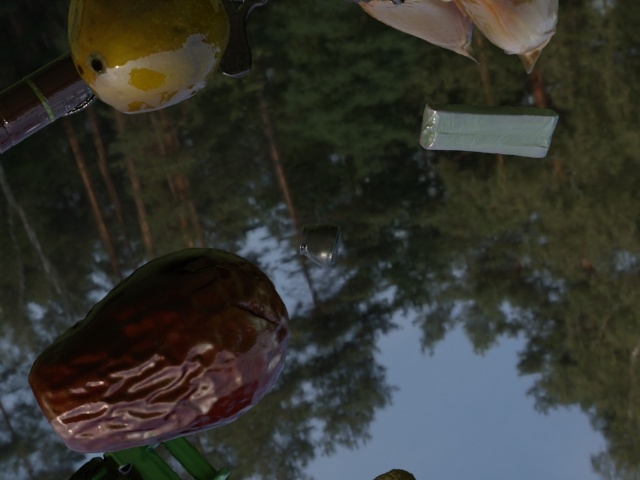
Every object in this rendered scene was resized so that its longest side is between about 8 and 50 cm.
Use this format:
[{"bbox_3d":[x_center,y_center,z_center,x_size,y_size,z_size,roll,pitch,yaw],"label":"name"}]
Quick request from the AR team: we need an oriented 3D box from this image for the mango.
[{"bbox_3d":[-0.206,-0.283,1.242,0.176,0.177,0.329,-34,-137,26],"label":"mango"}]

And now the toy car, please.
[{"bbox_3d":[-0.331,0.483,1.744,0.358,0.213,0.176,-54,167,25],"label":"toy car"}]

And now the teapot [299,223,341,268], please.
[{"bbox_3d":[0.000,0.000,1.529,0.057,0.066,0.088,12,-154,4],"label":"teapot"}]

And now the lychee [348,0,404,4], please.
[{"bbox_3d":[0.061,-0.379,1.211,0.200,0.238,0.200,-11,-132,13],"label":"lychee"}]

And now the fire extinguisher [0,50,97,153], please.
[{"bbox_3d":[-0.481,-0.288,1.933,0.341,0.105,0.141,-36,-160,-21],"label":"fire extinguisher"}]

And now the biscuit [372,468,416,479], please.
[{"bbox_3d":[0.125,0.552,2.035,0.220,0.033,0.219,-41,-151,29],"label":"biscuit"}]

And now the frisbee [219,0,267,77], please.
[{"bbox_3d":[-0.149,-0.379,1.641,0.211,0.187,0.012,-64,-170,-6],"label":"frisbee"}]

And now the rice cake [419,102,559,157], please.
[{"bbox_3d":[0.262,-0.173,1.621,0.222,0.080,0.042,1,-144,-17],"label":"rice cake"}]

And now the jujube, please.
[{"bbox_3d":[-0.156,0.113,1.025,0.255,0.190,0.190,-30,-156,-18],"label":"jujube"}]

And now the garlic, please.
[{"bbox_3d":[0.217,-0.393,1.601,0.286,0.249,0.313,-38,153,28],"label":"garlic"}]
